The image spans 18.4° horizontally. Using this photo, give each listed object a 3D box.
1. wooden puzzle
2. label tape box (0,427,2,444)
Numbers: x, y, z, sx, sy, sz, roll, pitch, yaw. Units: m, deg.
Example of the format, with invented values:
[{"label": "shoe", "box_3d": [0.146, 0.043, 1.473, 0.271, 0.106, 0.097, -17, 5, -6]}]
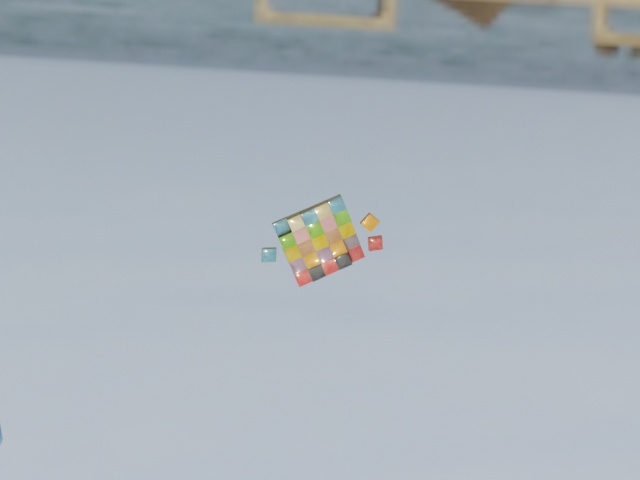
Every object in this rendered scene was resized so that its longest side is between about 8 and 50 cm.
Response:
[{"label": "wooden puzzle", "box_3d": [0.000, 0.000, 1.310, 0.083, 0.049, 0.006, -24, -156, -3]}, {"label": "label tape box", "box_3d": [-0.203, 0.005, 0.503, 0.106, 0.241, 0.333, -5, 157, -31]}]
